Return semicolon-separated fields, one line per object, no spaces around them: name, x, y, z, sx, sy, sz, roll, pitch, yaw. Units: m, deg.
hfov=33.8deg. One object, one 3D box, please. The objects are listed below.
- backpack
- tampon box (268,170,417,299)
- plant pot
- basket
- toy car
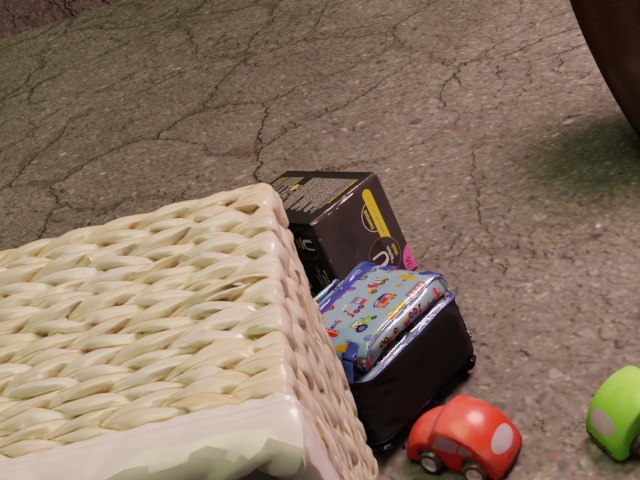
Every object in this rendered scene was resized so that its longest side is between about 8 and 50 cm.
backpack;0.031;0.095;0.971;0.158;0.117;0.173;-39;31;-31
tampon box;0.000;0.000;1.126;0.101;0.120;0.161;-39;26;-28
plant pot;0.392;-0.216;1.152;0.215;0.230;0.215;-16;30;9
basket;-0.128;0.186;0.675;0.331;0.328;0.266;-16;34;4
toy car;0.202;0.153;0.827;0.225;0.053;0.239;-27;30;-11
